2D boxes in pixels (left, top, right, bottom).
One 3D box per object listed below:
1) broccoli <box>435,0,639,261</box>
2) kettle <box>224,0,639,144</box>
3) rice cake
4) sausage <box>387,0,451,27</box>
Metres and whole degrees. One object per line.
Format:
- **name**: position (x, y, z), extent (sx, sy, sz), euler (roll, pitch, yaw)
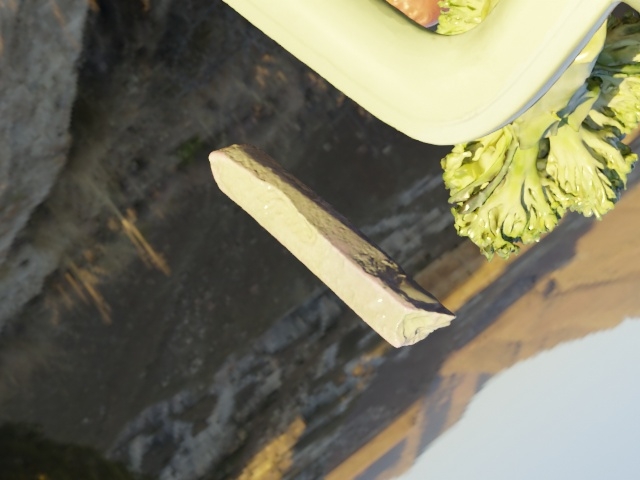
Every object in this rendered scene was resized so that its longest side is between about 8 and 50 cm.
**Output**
- **broccoli**: position (0.177, -0.153, 0.885), extent (0.361, 0.221, 0.252), euler (85, 30, -68)
- **kettle**: position (0.076, -0.183, 0.336), extent (0.205, 0.318, 0.265), euler (-48, 170, -30)
- **rice cake**: position (0.000, 0.000, 1.352), extent (0.070, 0.399, 0.064), euler (-13, 134, -44)
- **sausage**: position (0.125, -0.396, 1.453), extent (0.148, 0.254, 0.148), euler (-1, 175, 0)
